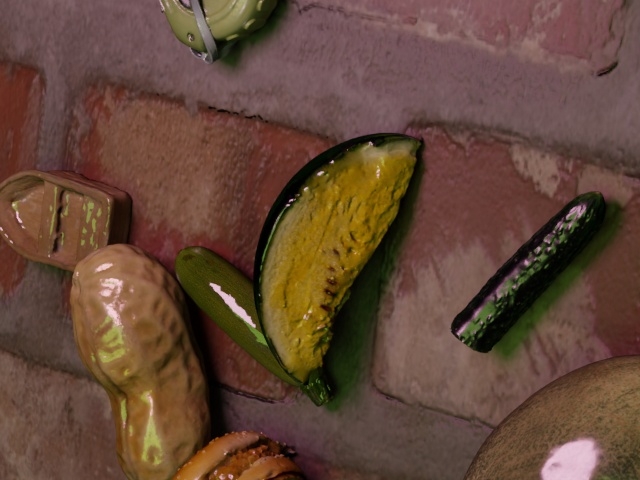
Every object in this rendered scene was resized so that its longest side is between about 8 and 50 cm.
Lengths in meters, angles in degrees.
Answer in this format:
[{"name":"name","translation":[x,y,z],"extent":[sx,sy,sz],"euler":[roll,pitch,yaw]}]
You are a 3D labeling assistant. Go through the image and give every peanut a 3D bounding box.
[{"name":"peanut","translation":[-0.207,0.153,1.564],"extent":[0.147,0.147,0.305],"euler":[-11,104,28]}]

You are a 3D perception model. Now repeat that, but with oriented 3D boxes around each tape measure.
[{"name":"tape measure","translation":[-0.120,-0.296,1.485],"extent":[0.154,0.087,0.177],"euler":[-25,89,28]}]

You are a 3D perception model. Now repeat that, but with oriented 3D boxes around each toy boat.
[{"name":"toy boat","translation":[-0.324,-0.029,1.649],"extent":[0.188,0.061,0.116],"euler":[17,107,24]}]

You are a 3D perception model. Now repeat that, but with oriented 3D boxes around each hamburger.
[{"name":"hamburger","translation":[-0.107,0.315,1.531],"extent":[0.118,0.182,0.190],"euler":[35,122,35]}]

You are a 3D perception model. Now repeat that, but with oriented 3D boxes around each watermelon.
[{"name":"watermelon","translation":[0.000,0.000,1.451],"extent":[0.129,0.123,0.301],"euler":[27,95,-2]}]

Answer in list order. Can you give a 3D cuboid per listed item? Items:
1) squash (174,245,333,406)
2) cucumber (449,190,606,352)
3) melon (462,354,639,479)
[{"name":"squash","translation":[-0.076,0.093,1.537],"extent":[0.252,0.066,0.066],"euler":[41,114,14]},{"name":"cucumber","translation":[0.220,0.028,1.377],"extent":[0.052,0.058,0.214],"euler":[48,113,20]},{"name":"melon","translation":[0.268,0.260,1.288],"extent":[0.248,0.249,0.329],"euler":[41,107,16]}]
